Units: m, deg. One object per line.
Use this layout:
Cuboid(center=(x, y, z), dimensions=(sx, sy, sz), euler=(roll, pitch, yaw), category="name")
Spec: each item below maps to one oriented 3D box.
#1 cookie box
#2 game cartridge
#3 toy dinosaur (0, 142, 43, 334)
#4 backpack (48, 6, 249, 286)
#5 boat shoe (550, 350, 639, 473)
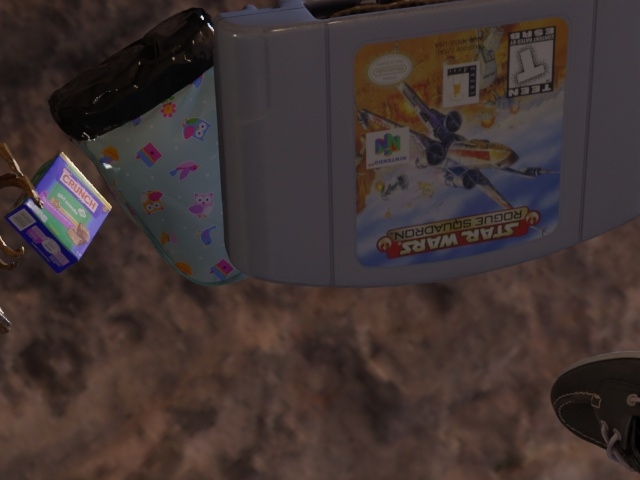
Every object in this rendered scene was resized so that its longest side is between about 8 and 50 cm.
Cuboid(center=(-0.293, -0.032, 1.836), dimensions=(0.040, 0.092, 0.107), euler=(-28, 24, 32), category="cookie box")
Cuboid(center=(0.082, -0.070, 1.049), dimensions=(0.297, 0.062, 0.198), euler=(-10, -63, -14), category="game cartridge")
Cuboid(center=(-0.271, -0.033, 1.191), dimensions=(0.112, 0.211, 0.064), euler=(-29, -12, -4), category="toy dinosaur")
Cuboid(center=(-0.094, -0.056, 1.177), dimensions=(0.152, 0.182, 0.115), euler=(-28, 22, 9), category="backpack")
Cuboid(center=(0.319, 0.168, 1.397), dimensions=(0.112, 0.335, 0.095), euler=(53, -122, -30), category="boat shoe")
